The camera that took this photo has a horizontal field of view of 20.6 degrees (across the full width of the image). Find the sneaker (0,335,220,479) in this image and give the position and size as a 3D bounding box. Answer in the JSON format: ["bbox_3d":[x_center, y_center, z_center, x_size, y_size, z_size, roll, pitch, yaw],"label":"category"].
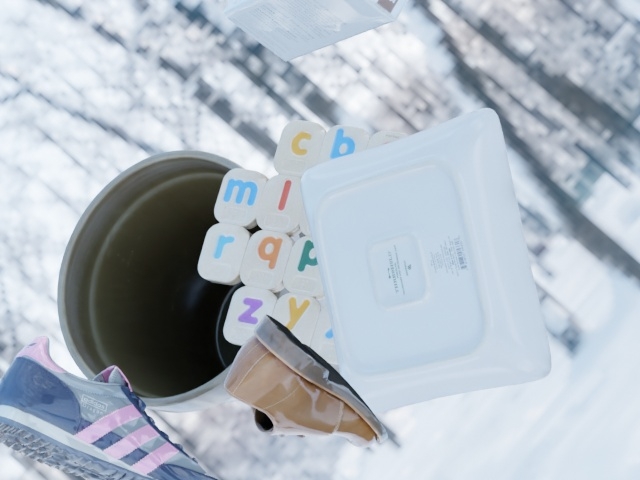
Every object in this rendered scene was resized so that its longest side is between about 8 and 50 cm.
[{"bbox_3d":[-0.215,0.215,1.987,0.112,0.319,0.131,-21,45,52],"label":"sneaker"}]

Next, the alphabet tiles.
[{"bbox_3d":[0.000,0.000,2.020,0.021,0.284,0.278,40,-118,-61],"label":"alphabet tiles"}]

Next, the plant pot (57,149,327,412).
[{"bbox_3d":[-0.125,0.079,2.235,0.323,0.323,0.280,-49,-31,6],"label":"plant pot"}]

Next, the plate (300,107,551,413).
[{"bbox_3d":[0.093,0.029,1.815,0.278,0.277,0.045,-17,-8,42],"label":"plate"}]

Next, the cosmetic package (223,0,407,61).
[{"bbox_3d":[0.012,-0.242,1.566,0.117,0.085,0.231,-61,19,-17],"label":"cosmetic package"}]

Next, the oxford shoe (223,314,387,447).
[{"bbox_3d":[-0.015,0.129,1.421,0.076,0.076,0.212,-48,-38,1],"label":"oxford shoe"}]
